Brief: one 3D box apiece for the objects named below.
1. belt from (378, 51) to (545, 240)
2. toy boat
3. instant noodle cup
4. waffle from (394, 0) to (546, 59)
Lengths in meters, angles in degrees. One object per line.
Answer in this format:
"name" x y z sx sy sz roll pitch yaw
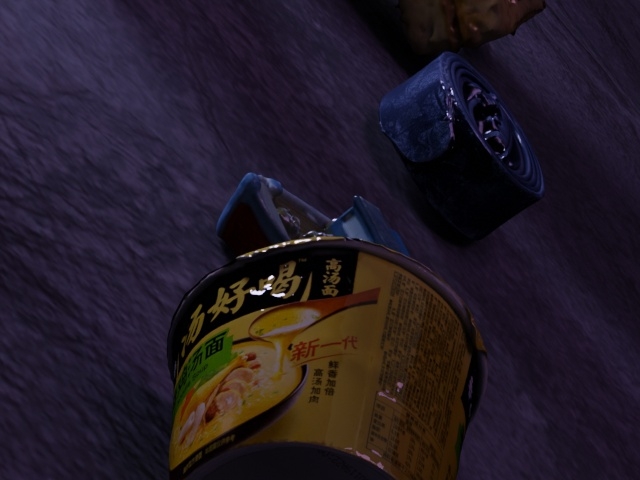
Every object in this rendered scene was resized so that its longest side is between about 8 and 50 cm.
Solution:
"belt" 0.114 -0.075 1.408 0.141 0.082 0.190 49 18 -11
"toy boat" 0.000 0.000 1.048 0.173 0.059 0.069 28 29 -47
"instant noodle cup" -0.002 0.092 0.765 0.151 0.151 0.122 41 32 -24
"waffle" 0.133 -0.328 1.748 0.376 0.114 0.261 -42 114 -73
